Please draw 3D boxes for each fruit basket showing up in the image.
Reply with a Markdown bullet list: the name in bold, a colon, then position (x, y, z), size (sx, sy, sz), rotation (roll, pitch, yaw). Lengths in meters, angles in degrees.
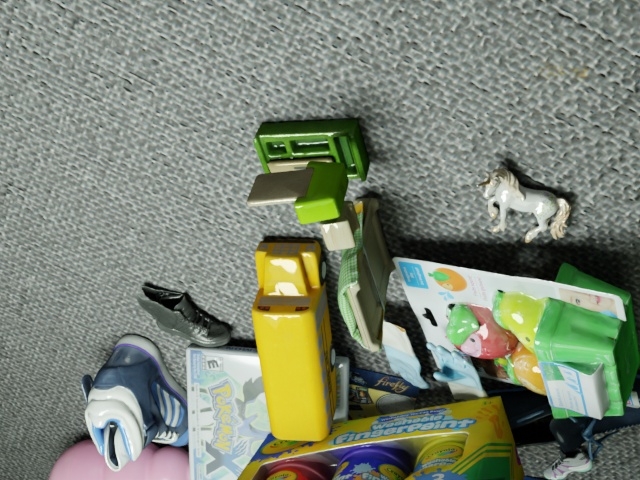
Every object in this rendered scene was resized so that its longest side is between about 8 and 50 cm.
- **fruit basket**: position (0.305, 0.158, 1.503), size (0.353, 0.165, 0.327), rotation (4, 143, 26)

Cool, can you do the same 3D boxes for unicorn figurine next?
- **unicorn figurine**: position (0.281, -0.054, 1.384), size (0.161, 0.060, 0.111), rotation (4, 137, -9)

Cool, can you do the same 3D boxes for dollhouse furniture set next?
- **dollhouse furniture set**: position (0.000, 0.000, 1.415), size (0.151, 0.198, 0.302), rotation (-3, 132, 18)

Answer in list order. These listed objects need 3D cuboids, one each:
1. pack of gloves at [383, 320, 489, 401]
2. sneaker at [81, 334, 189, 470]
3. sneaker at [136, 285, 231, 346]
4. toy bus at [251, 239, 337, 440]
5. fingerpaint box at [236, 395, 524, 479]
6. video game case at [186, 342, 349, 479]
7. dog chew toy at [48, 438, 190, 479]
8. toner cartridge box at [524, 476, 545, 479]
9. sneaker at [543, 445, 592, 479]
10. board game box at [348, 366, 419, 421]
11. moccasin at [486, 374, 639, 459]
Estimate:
- **pack of gloves**: position (0.178, 0.226, 1.627), size (0.195, 0.046, 0.232), rotation (16, 154, 31)
- **sneaker**: position (-0.352, 0.365, 1.860), size (0.130, 0.236, 0.323), rotation (-2, 133, 19)
- **sneaker**: position (-0.243, 0.135, 1.731), size (0.170, 0.051, 0.089), rotation (15, 139, 7)
- **toy bus**: position (-0.043, 0.165, 1.604), size (0.108, 0.130, 0.333), rotation (1, 121, 12)
- **fingerpaint box**: position (0.070, 0.425, 1.526), size (0.444, 0.371, 0.163), rotation (-13, 103, 22)
- **video game case**: position (-0.098, 0.357, 1.777), size (0.299, 0.036, 0.329), rotation (4, 106, 11)
- **dog chew toy**: position (-0.413, 0.519, 2.074), size (0.331, 0.207, 0.207), rotation (-12, 130, 16)
- **toner cartridge box**: position (0.552, 0.564, 1.867), size (0.347, 0.075, 0.165), rotation (7, 136, 21)
- **sneaker**: position (0.450, 0.408, 1.804), size (0.098, 0.038, 0.069), rotation (-28, 120, 26)
- **board game box**: position (0.054, 0.302, 1.813), size (0.243, 0.042, 0.165), rotation (12, 135, 6)
- **moccasin**: position (0.423, 0.318, 1.660), size (0.342, 0.117, 0.138), rotation (-18, 127, 31)
